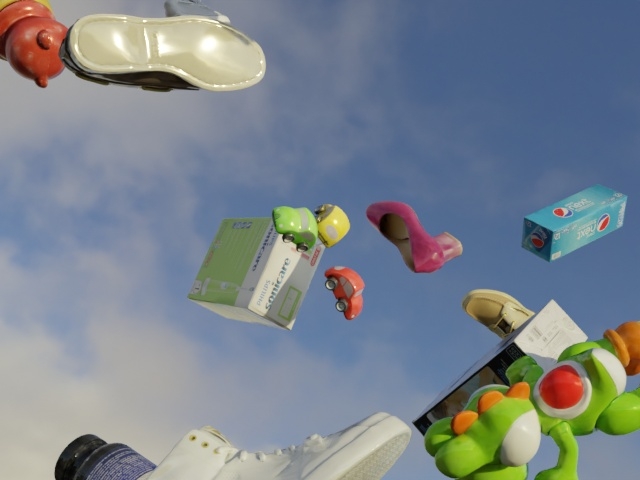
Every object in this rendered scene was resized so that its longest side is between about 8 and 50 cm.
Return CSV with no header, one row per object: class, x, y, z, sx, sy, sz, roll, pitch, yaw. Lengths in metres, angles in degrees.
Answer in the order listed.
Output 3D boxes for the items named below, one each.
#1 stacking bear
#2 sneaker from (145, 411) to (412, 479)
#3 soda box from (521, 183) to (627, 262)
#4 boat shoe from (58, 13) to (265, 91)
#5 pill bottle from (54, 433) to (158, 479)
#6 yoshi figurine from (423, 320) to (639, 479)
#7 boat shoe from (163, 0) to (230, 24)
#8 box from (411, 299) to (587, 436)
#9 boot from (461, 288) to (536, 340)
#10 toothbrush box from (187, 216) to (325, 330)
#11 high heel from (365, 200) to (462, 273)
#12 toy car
stacking bear,-0.535,-0.385,1.512,0.164,0.289,0.175,-10,-45,-42
sneaker,-0.061,0.236,0.896,0.292,0.169,0.108,-34,-34,-13
soda box,0.469,-0.035,1.576,0.071,0.210,0.067,33,-45,45
boat shoe,-0.245,-0.290,1.351,0.324,0.117,0.096,-3,-1,-32
pill bottle,-0.297,0.383,1.292,0.219,0.123,0.123,23,-20,31
yoshi figurine,0.319,0.262,1.208,0.362,0.203,0.203,-18,2,-9
boat shoe,-0.239,-0.432,1.638,0.066,0.063,0.184,-22,1,32
box,0.302,0.240,1.460,0.087,0.169,0.290,48,-49,9
boot,0.466,0.231,2.066,0.261,0.203,0.095,28,-64,-9
toothbrush box,-0.142,0.066,1.846,0.122,0.206,0.283,31,-17,-29
high heel,0.142,-0.005,1.610,0.244,0.117,0.082,35,-47,40
toy car,0.000,0.000,1.459,0.053,0.239,0.225,-27,-35,22
